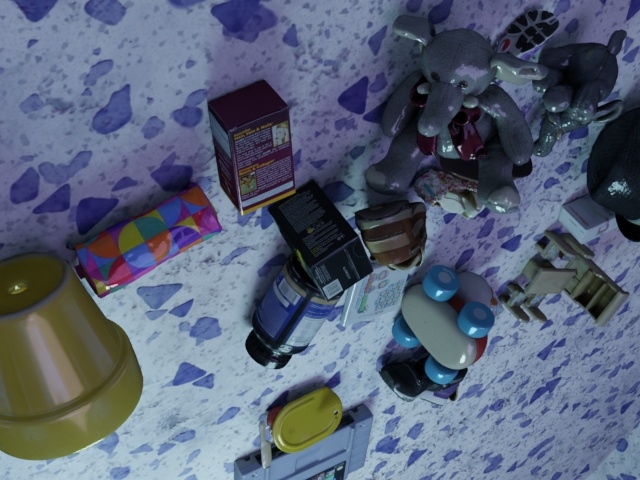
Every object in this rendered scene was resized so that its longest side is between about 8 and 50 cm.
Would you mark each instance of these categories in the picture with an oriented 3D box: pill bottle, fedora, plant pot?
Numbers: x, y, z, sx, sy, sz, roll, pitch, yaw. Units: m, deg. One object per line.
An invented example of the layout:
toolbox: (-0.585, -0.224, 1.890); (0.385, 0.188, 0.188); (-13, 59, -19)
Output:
pill bottle: (-0.054, 0.135, 1.857); (0.123, 0.123, 0.219); (3, 131, -43)
fedora: (0.674, -0.167, 2.102); (0.152, 0.334, 0.334); (14, 124, -12)
plant pot: (-0.420, 0.158, 1.489); (0.254, 0.254, 0.239); (-24, 125, -19)

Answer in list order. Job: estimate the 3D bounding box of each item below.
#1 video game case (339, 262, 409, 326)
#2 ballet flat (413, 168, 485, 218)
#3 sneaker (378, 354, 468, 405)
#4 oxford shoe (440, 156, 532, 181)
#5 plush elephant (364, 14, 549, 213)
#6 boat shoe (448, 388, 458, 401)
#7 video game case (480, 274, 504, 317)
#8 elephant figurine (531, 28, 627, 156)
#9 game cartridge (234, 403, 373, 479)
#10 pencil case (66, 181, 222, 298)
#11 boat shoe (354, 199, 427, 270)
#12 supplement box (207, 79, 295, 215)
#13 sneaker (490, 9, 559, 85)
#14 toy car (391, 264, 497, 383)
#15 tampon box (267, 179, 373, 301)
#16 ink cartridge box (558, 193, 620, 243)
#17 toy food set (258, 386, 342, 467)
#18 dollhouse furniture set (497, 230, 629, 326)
video game case: (0.117, 0.104, 2.061); (0.143, 0.019, 0.157); (-15, 137, -30)
ballet flat: (0.271, -0.080, 1.951); (0.241, 0.077, 0.091); (8, 134, -45)
sneaker: (0.244, 0.302, 2.310); (0.124, 0.107, 0.283); (-49, 147, 16)
oxford shoe: (0.312, -0.142, 1.934); (0.212, 0.076, 0.076); (4, 167, -31)
plush elephant: (0.220, -0.229, 1.604); (0.330, 0.272, 0.255); (-68, 158, -8)
boat shoe: (0.330, 0.359, 2.493); (0.050, 0.045, 0.135); (-30, 143, -12)
video game case: (0.333, 0.188, 2.334); (0.201, 0.023, 0.183); (-40, 144, 0)
elephant figurine: (0.492, -0.274, 1.902); (0.239, 0.186, 0.169); (44, 52, -64)
game cartridge: (-0.040, 0.540, 2.358); (0.355, 0.068, 0.230); (-20, 136, -24)
pencil case: (-0.274, -0.001, 1.552); (0.236, 0.104, 0.104); (-28, 142, -12)
boat shoe: (0.134, -0.002, 1.789); (0.122, 0.120, 0.324); (-15, 177, 15)
supplement box: (-0.106, -0.144, 1.554); (0.104, 0.081, 0.188); (-25, 142, -18)
sneaker: (0.354, -0.344, 1.771); (0.170, 0.068, 0.071); (-40, 160, 16)
toy car: (0.315, 0.151, 2.150); (0.238, 0.210, 0.219); (-26, 154, -37)
tampon box: (0.000, 0.000, 1.730); (0.101, 0.161, 0.120); (-33, 142, -5)
ink cartridge box: (0.622, -0.056, 2.269); (0.122, 0.088, 0.052); (-22, 143, -22)
toy food set: (-0.059, 0.396, 2.189); (0.218, 0.071, 0.128); (-22, 117, -25)
dollhouse furniture set: (0.593, 0.113, 2.362); (0.242, 0.161, 0.212); (4, 127, -43)
